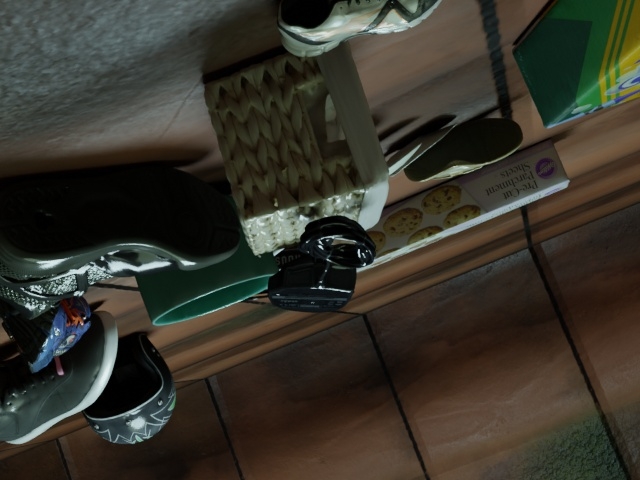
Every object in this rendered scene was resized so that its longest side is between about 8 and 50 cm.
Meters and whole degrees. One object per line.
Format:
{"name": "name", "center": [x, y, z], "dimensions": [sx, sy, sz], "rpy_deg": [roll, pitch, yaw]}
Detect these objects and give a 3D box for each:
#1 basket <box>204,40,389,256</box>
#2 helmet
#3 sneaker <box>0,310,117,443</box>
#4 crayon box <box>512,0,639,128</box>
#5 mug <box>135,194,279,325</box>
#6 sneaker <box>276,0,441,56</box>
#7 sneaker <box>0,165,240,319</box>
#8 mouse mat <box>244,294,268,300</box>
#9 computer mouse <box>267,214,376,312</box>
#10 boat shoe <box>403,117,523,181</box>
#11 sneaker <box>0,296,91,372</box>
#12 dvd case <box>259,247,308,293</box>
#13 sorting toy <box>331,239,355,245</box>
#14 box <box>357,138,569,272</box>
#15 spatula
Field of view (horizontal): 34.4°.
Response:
{"name": "basket", "center": [-0.018, -0.061, 0.743], "dimensions": [0.103, 0.113, 0.167], "rpy_deg": [-16, 171, -4]}
{"name": "helmet", "center": [-0.312, 0.246, 1.666], "dimensions": [0.169, 0.161, 0.169], "rpy_deg": [-21, 171, -4]}
{"name": "sneaker", "center": [-0.386, 0.180, 1.324], "dimensions": [0.296, 0.104, 0.147], "rpy_deg": [-38, 149, 31]}
{"name": "crayon box", "center": [0.293, -0.196, 0.747], "dimensions": [0.203, 0.083, 0.323], "rpy_deg": [-19, 170, -13]}
{"name": "mug", "center": [-0.125, 0.018, 0.984], "dimensions": [0.157, 0.097, 0.129], "rpy_deg": [-25, 171, 24]}
{"name": "sneaker", "center": [0.025, -0.140, 0.603], "dimensions": [0.109, 0.040, 0.044], "rpy_deg": [-23, 169, 7]}
{"name": "sneaker", "center": [-0.178, 0.002, 0.827], "dimensions": [0.227, 0.087, 0.130], "rpy_deg": [-8, 166, -43]}
{"name": "mouse mat", "center": [-0.132, 0.087, 1.481], "dimensions": [0.189, 0.007, 0.152], "rpy_deg": [-9, 177, 27]}
{"name": "computer mouse", "center": [0.000, 0.013, 0.777], "dimensions": [0.071, 0.041, 0.242], "rpy_deg": [3, 165, -6]}
{"name": "boat shoe", "center": [0.156, -0.098, 1.113], "dimensions": [0.135, 0.050, 0.045], "rpy_deg": [-15, 178, 25]}
{"name": "sneaker", "center": [-0.287, 0.080, 1.092], "dimensions": [0.087, 0.083, 0.221], "rpy_deg": [-32, 180, -20]}
{"name": "dvd case", "center": [-0.070, 0.044, 1.337], "dimensions": [0.179, 0.029, 0.239], "rpy_deg": [-6, 170, 2]}
{"name": "sorting toy", "center": [0.000, 0.000, 1.341], "dimensions": [0.075, 0.045, 0.083], "rpy_deg": [-15, 166, 38]}
{"name": "box", "center": [0.174, -0.043, 1.406], "dimensions": [0.324, 0.067, 0.063], "rpy_deg": [-22, 171, 9]}
{"name": "spatula", "center": [0.027, -0.041, 1.080], "dimensions": [0.242, 0.019, 0.168], "rpy_deg": [-36, -177, 43]}
